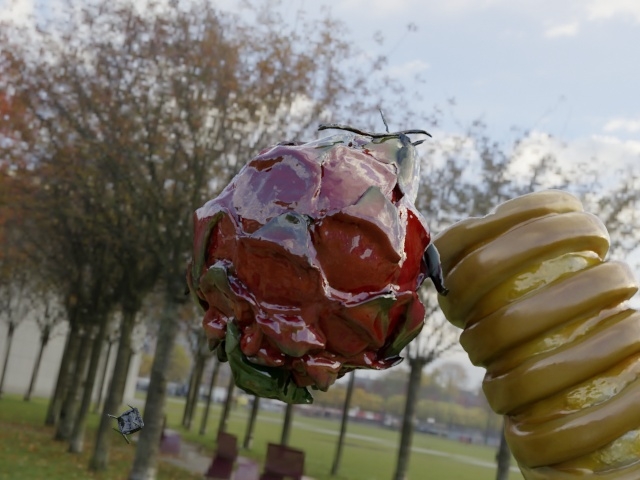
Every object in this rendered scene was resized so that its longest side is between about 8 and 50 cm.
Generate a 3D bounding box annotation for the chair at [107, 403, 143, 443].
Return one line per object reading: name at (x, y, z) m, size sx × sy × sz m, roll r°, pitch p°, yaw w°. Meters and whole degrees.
chair at (-0.285, 0.272, 1.442) m, size 0.042 × 0.037 × 0.086 m, roll -21°, pitch -24°, yaw -6°

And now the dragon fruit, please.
dragon fruit at (0.000, 0.000, 0.873) m, size 0.234 × 0.293 × 0.234 m, roll 21°, pitch -31°, yaw 14°

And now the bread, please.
bread at (0.227, 0.104, 0.873) m, size 0.173 × 0.311 × 0.121 m, roll -25°, pitch -14°, yaw -3°
